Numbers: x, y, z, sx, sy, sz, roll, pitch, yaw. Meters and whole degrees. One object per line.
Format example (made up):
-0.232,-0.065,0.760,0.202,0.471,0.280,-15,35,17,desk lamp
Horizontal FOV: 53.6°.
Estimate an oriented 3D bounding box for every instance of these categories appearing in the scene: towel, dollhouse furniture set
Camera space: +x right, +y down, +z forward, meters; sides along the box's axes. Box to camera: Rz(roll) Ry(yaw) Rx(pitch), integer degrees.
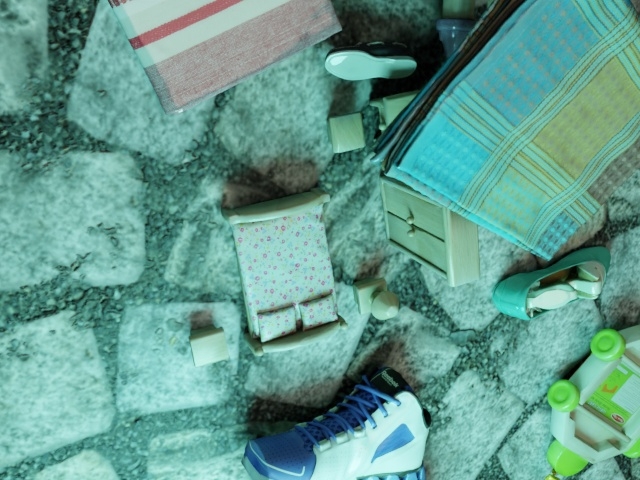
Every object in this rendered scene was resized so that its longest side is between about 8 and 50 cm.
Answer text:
0.255,-0.121,0.691,0.370,0.040,0.271,22,115,-42,towel
-0.138,-0.336,0.693,0.237,0.037,0.329,-29,114,-11,towel
0.000,0.000,0.784,0.355,0.174,0.304,-16,112,-19,dollhouse furniture set

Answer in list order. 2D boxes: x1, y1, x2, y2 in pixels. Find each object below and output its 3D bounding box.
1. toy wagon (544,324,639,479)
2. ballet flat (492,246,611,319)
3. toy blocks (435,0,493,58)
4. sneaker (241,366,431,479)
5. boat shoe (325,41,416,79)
0.523,0.314,1.169,0.267,0.068,0.344,34,99,-28,toy wagon
0.402,0.076,1.036,0.247,0.087,0.083,-16,112,-19,ballet flat
0.242,-0.315,0.728,0.308,0.288,0.260,-6,105,-25,toy blocks
0.046,0.274,0.933,0.315,0.127,0.183,11,99,-33,sneaker
0.062,-0.235,0.811,0.125,0.038,0.046,-5,151,-17,boat shoe
